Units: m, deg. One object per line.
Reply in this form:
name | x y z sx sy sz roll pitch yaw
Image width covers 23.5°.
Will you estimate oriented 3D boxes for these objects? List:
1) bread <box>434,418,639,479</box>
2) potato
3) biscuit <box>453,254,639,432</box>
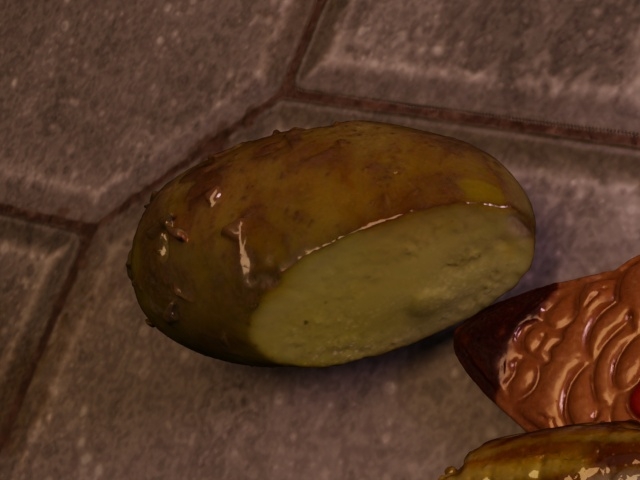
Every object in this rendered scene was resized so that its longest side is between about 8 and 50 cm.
bread | 0.166 0.180 0.804 0.222 0.096 0.181 -16 71 27
potato | 0.000 0.000 1.016 0.298 0.141 0.176 -12 51 33
biscuit | 0.193 0.079 0.907 0.280 0.043 0.183 14 70 38
